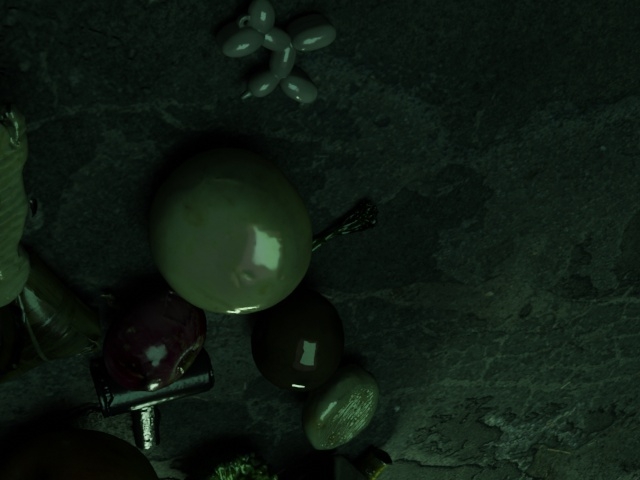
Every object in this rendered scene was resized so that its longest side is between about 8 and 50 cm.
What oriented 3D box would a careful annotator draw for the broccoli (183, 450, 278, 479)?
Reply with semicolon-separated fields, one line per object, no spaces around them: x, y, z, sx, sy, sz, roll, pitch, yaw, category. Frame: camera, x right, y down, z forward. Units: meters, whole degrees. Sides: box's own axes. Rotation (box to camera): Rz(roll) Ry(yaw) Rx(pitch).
-0.184;0.548;1.860;0.247;0.243;0.263;11;131;-43;broccoli

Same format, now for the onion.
-0.261;0.154;1.522;0.177;0.153;0.177;-25;127;-39;onion

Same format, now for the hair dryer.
-0.296;0.284;1.686;0.197;0.089;0.251;-12;144;-22;hair dryer

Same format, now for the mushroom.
-0.124;-0.015;1.415;0.246;0.202;0.246;4;107;13;mushroom

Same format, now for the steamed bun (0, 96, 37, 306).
-0.516;-0.020;1.155;0.394;0.237;0.346;-66;165;-8;steamed bun

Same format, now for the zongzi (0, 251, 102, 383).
-0.458;0.118;1.426;0.204;0.094;0.205;-27;134;8;zongzi

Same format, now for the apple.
-0.419;0.468;1.614;0.319;0.319;0.277;-36;119;6;apple

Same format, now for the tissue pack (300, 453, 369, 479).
-0.039;0.691;2.014;0.253;0.264;0.416;43;106;-11;tissue pack

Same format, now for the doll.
-0.064;-0.259;1.307;0.160;0.059;0.161;-4;132;-27;doll

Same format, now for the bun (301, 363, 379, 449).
0.025;0.311;1.857;0.183;0.102;0.183;-29;139;-29;bun

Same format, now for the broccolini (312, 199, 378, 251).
0.000;-0.001;1.607;0.218;0.044;0.042;-27;153;4;broccolini

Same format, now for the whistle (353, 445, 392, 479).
0.035;0.580;2.143;0.068;0.057;0.326;36;107;-17;whistle

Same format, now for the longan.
-0.037;0.166;1.639;0.167;0.167;0.187;-19;141;-12;longan
